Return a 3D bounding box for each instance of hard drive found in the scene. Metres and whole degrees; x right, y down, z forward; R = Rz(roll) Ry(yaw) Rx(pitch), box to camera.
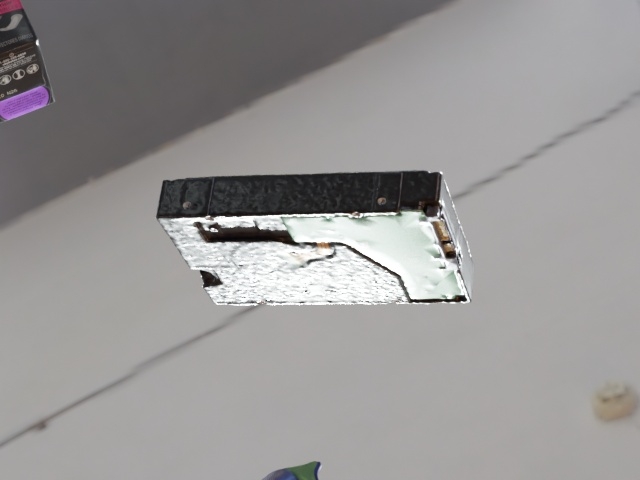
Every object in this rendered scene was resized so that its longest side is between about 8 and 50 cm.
[{"bbox_3d":[0.000,0.000,1.925,0.339,0.237,0.064,-1,-119,17],"label":"hard drive"}]

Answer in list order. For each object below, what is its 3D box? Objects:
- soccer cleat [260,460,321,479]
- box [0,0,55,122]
[{"bbox_3d":[0.040,0.336,1.523,0.121,0.289,0.093,-29,168,-34],"label":"soccer cleat"},{"bbox_3d":[-0.503,-0.304,2.265,0.165,0.143,0.270,-22,-121,-12],"label":"box"}]
